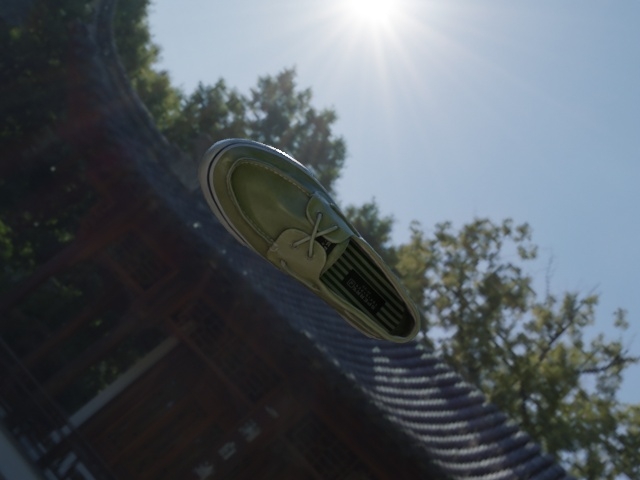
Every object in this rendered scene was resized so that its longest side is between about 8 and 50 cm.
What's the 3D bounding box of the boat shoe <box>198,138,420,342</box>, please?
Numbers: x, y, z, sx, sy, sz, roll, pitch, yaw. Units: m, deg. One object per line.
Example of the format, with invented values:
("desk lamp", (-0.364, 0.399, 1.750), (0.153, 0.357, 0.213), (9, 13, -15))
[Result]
("boat shoe", (0.000, 0.000, 0.971), (0.302, 0.109, 0.094), (41, -9, -20))
